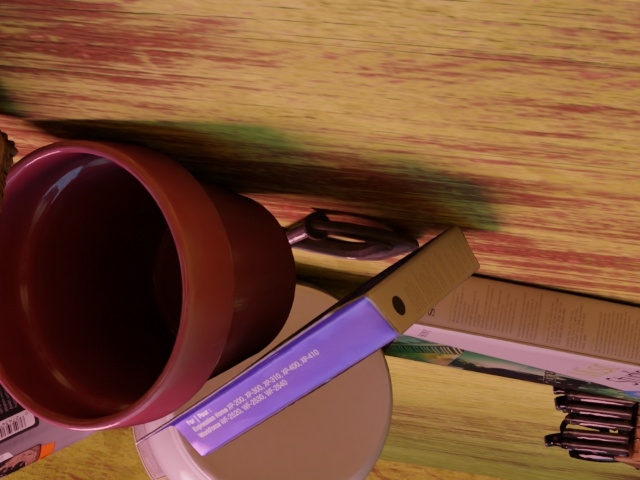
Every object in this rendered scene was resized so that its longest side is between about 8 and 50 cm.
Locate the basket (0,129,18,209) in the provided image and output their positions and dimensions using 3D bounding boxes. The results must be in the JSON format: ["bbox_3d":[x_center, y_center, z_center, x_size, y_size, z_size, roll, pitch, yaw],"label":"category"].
[{"bbox_3d":[-0.330,0.026,1.098,0.213,0.299,0.223,10,169,-1],"label":"basket"}]

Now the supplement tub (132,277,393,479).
[{"bbox_3d":[-0.059,0.160,1.727,0.235,0.235,0.325,11,169,-7],"label":"supplement tub"}]

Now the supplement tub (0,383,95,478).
[{"bbox_3d":[-0.384,0.152,1.693,0.338,0.207,0.207,-24,-175,-26],"label":"supplement tub"}]

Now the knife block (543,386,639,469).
[{"bbox_3d":[0.401,0.219,2.011,0.276,0.088,0.242,12,170,-12],"label":"knife block"}]

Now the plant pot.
[{"bbox_3d":[-0.119,0.029,1.274,0.201,0.201,0.180,3,-178,32],"label":"plant pot"}]

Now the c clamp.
[{"bbox_3d":[0.000,0.000,1.410,0.137,0.022,0.161,14,169,-21],"label":"c clamp"}]

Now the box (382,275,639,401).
[{"bbox_3d":[0.223,0.095,1.606,0.322,0.058,0.232,12,169,-1],"label":"box"}]

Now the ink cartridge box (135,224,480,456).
[{"bbox_3d":[-0.005,0.082,1.285,0.206,0.045,0.208,-35,177,33],"label":"ink cartridge box"}]
